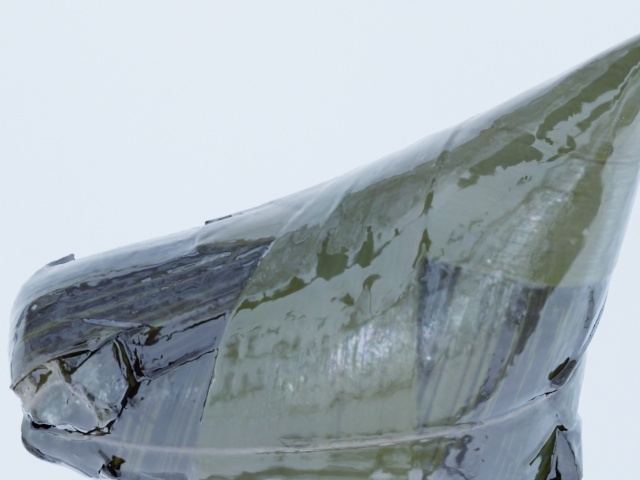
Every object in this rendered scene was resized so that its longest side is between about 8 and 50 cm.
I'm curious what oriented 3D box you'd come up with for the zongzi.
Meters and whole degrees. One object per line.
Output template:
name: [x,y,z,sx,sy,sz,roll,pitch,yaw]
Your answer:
zongzi: [0.000,0.000,0.802,0.154,0.289,0.317,-96,13,-48]
